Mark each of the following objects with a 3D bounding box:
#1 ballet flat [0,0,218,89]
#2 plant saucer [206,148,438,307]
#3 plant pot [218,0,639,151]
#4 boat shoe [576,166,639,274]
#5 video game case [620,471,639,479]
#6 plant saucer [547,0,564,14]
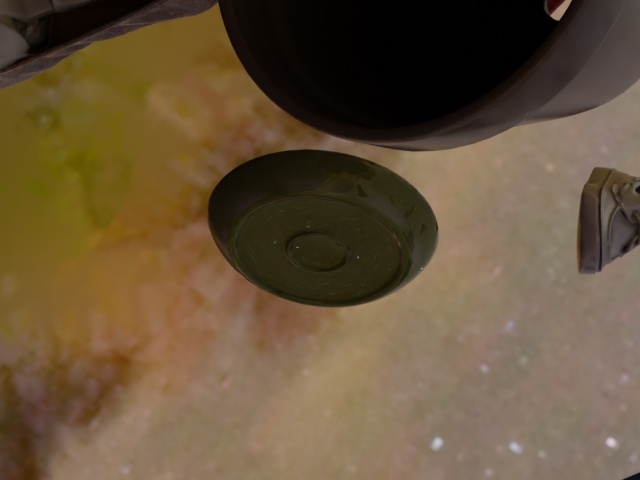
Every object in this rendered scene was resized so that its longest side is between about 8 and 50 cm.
[{"bbox_3d":[-0.224,-0.201,1.402,0.316,0.107,0.106,-20,174,12],"label":"ballet flat"},{"bbox_3d":[0.000,0.000,1.753,0.241,0.241,0.037,-45,-152,45],"label":"plant saucer"},{"bbox_3d":[0.131,-0.212,1.290,0.323,0.323,0.280,-51,150,19],"label":"plant pot"},{"bbox_3d":[0.368,-0.025,2.115,0.267,0.088,0.096,-45,137,-69],"label":"boat shoe"},{"bbox_3d":[0.353,0.273,1.780,0.119,0.166,0.015,-26,-124,16],"label":"video game case"},{"bbox_3d":[0.165,-0.287,1.671,0.259,0.048,0.258,-46,146,-6],"label":"plant saucer"}]
